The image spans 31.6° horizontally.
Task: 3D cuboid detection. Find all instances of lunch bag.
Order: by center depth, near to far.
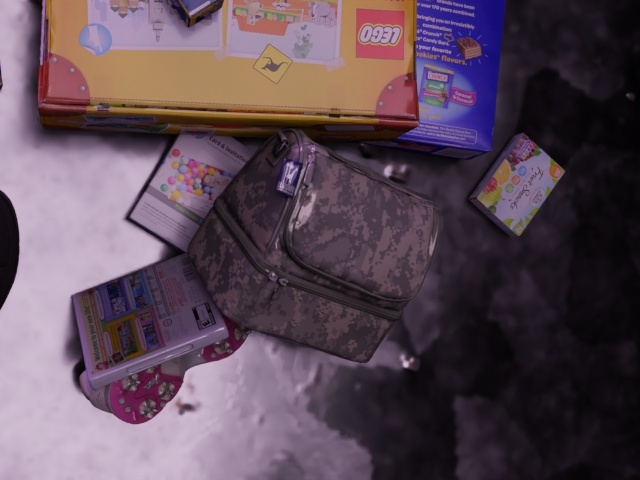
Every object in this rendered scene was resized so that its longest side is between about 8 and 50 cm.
[{"bbox_3d":[0.000,0.000,1.588,0.305,0.212,0.256,23,107,-36],"label":"lunch bag"}]

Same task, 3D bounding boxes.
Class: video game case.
[{"bbox_3d":[-0.240,0.105,1.571,0.193,0.212,0.023,-21,124,-6],"label":"video game case"}]

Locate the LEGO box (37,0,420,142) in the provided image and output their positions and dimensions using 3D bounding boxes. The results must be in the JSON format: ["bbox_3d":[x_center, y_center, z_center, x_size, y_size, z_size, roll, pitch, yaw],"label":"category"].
[{"bbox_3d":[-0.124,-0.336,1.549,0.500,0.193,0.373,2,87,-11],"label":"LEGO box"}]

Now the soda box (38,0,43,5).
[{"bbox_3d":[-0.340,-0.408,1.642,0.181,0.058,0.061,-46,102,-15],"label":"soda box"}]

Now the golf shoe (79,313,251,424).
[{"bbox_3d":[-0.220,0.145,1.639,0.306,0.140,0.115,-36,115,-40],"label":"golf shoe"}]

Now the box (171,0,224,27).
[{"bbox_3d":[-0.187,-0.354,1.408,0.054,0.059,0.169,-34,93,-9],"label":"box"}]

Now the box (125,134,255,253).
[{"bbox_3d":[-0.181,-0.074,1.695,0.145,0.038,0.186,33,78,-15],"label":"box"}]

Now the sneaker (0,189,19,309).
[{"bbox_3d":[-0.488,0.085,1.535,0.125,0.139,0.341,14,82,-15],"label":"sneaker"}]

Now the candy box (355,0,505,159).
[{"bbox_3d":[0.142,-0.304,1.763,0.268,0.122,0.317,8,87,-14],"label":"candy box"}]

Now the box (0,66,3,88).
[{"bbox_3d":[-0.527,-0.324,1.590,0.136,0.036,0.225,-5,89,-18],"label":"box"}]

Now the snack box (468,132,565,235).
[{"bbox_3d":[0.323,-0.091,1.862,0.100,0.037,0.141,40,77,-15],"label":"snack box"}]
